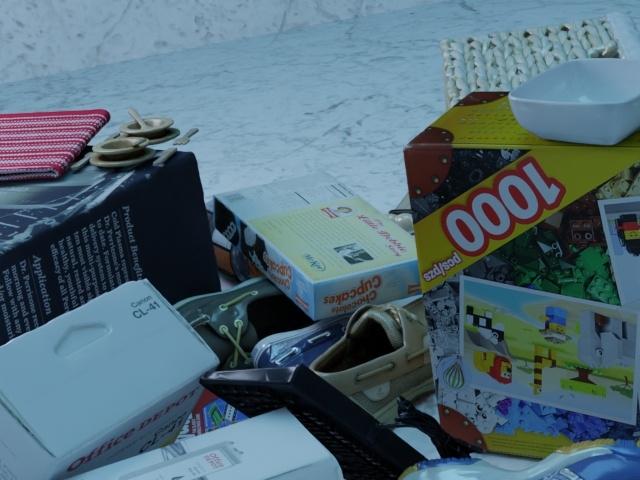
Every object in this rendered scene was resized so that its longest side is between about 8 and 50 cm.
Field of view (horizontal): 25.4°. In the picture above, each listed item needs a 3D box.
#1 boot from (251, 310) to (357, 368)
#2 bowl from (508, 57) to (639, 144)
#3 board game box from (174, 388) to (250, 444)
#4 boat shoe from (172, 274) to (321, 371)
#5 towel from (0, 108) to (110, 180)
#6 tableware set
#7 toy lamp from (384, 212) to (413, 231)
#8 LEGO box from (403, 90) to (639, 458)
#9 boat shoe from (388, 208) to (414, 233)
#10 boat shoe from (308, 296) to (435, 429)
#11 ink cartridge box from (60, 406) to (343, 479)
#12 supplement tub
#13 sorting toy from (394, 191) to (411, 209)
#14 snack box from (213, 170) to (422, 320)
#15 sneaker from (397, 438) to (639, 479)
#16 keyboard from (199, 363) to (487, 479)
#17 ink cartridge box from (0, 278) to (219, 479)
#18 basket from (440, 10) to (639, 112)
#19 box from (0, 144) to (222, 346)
[{"bbox_3d":[0.012,0.148,1.825,0.190,0.069,0.086,-19,41,-25],"label":"boot"},{"bbox_3d":[0.273,-0.137,1.413,0.142,0.053,0.142,10,28,39],"label":"bowl"},{"bbox_3d":[-0.128,0.240,1.674,0.145,0.027,0.281,-11,21,-4],"label":"board game box"},{"bbox_3d":[-0.113,0.119,1.870,0.091,0.109,0.305,4,20,41],"label":"boat shoe"},{"bbox_3d":[-0.411,-0.128,1.940,0.199,0.031,0.275,-3,21,7],"label":"towel"},{"bbox_3d":[-0.248,-0.139,1.895,0.128,0.039,0.194,-2,18,12],"label":"tableware set"},{"bbox_3d":[0.114,-0.029,2.204,0.275,0.080,0.080,-3,22,18],"label":"toy lamp"},{"bbox_3d":[0.369,0.045,1.497,0.500,0.372,0.193,3,24,29],"label":"LEGO box"},{"bbox_3d":[0.169,-0.034,2.251,0.125,0.038,0.046,-2,22,19],"label":"boat shoe"},{"bbox_3d":[0.089,0.133,1.745,0.122,0.110,0.341,3,23,28],"label":"boat shoe"},{"bbox_3d":[-0.121,0.298,1.267,0.283,0.207,0.117,-16,25,-20],"label":"ink cartridge box"},{"bbox_3d":[-0.108,0.006,2.151,0.117,0.117,0.190,-20,24,-27],"label":"supplement tub"},{"bbox_3d":[0.235,-0.081,2.346,0.208,0.038,0.193,-1,22,21],"label":"sorting toy"},{"bbox_3d":[0.000,0.000,1.949,0.187,0.060,0.322,-13,28,-24],"label":"snack box"},{"bbox_3d":[0.219,0.277,1.366,0.297,0.111,0.131,-9,38,5],"label":"sneaker"},{"bbox_3d":[0.038,0.193,1.409,0.202,0.317,0.033,-7,61,29],"label":"keyboard"},{"bbox_3d":[-0.259,0.211,1.409,0.131,0.306,0.226,45,44,15],"label":"ink cartridge box"},{"bbox_3d":[0.307,-0.083,1.860,0.267,0.331,0.328,-6,31,5],"label":"basket"},{"bbox_3d":[-0.463,0.076,1.877,0.480,0.297,0.472,6,23,34],"label":"box"}]
